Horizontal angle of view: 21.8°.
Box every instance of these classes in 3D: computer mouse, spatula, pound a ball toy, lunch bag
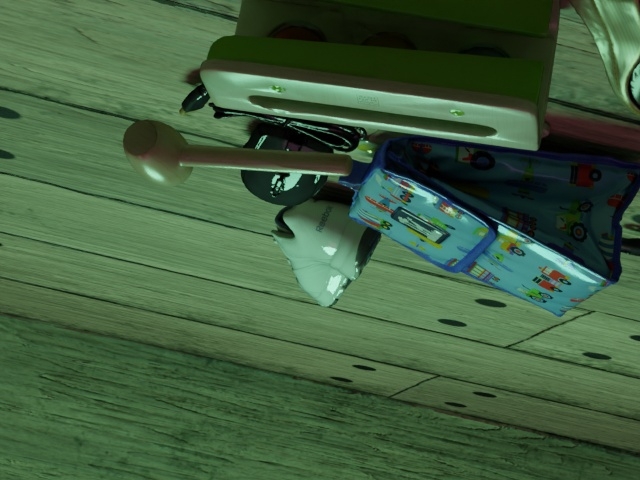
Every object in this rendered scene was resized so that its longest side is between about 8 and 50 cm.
[{"bbox_3d":[-0.071,-0.094,1.773,0.184,0.060,0.262,19,165,-10],"label":"computer mouse"},{"bbox_3d":[0.485,0.030,1.973,0.296,0.030,0.084,13,169,-8],"label":"spatula"},{"bbox_3d":[0.022,-0.121,1.348,0.319,0.208,0.136,8,166,10],"label":"pound a ball toy"},{"bbox_3d":[0.165,-0.039,1.762,0.293,0.138,0.221,17,167,-2],"label":"lunch bag"}]

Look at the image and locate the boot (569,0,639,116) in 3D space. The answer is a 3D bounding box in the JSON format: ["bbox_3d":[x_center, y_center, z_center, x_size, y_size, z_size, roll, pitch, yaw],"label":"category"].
[{"bbox_3d":[0.313,-0.152,1.237,0.207,0.090,0.248,4,161,35],"label":"boot"}]

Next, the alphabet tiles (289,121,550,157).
[{"bbox_3d":[0.076,-0.127,1.681,0.278,0.021,0.284,16,166,-18],"label":"alphabet tiles"}]

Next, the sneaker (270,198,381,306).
[{"bbox_3d":[0.000,0.000,2.141,0.129,0.111,0.297,27,162,-1],"label":"sneaker"}]
